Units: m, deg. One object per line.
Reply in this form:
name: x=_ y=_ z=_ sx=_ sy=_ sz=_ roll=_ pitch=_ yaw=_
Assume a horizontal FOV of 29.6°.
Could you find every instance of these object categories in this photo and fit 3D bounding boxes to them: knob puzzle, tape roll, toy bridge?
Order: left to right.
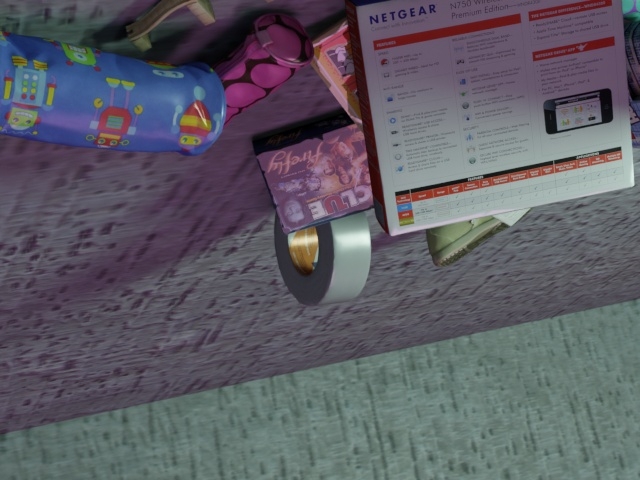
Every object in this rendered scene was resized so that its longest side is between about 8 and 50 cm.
toy bridge: x=-0.141 y=-0.273 z=1.409 sx=0.188 sy=0.026 sz=0.063 roll=-19 pitch=162 yaw=12
tape roll: x=0.000 y=0.000 z=2.052 sx=0.072 sy=0.219 sz=0.219 roll=-6 pitch=160 yaw=-28
knob puzzle: x=0.100 y=-0.235 z=1.579 sx=0.213 sy=0.030 sz=0.213 roll=-5 pitch=129 yaw=-6

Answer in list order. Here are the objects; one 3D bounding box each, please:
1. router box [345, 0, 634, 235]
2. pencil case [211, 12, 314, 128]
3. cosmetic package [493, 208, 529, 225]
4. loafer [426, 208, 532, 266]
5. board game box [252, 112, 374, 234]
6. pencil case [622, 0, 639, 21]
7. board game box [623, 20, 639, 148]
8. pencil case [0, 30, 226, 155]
router box: x=0.220 y=-0.186 z=1.544 sx=0.336 sy=0.301 sz=0.082 roll=-11 pitch=-160 yaw=-6
pencil case: x=-0.107 y=-0.207 z=1.541 sx=0.098 sy=0.095 sz=0.209 roll=8 pitch=148 yaw=-43
cosmetic package: x=0.253 y=-0.164 z=1.798 sx=0.197 sy=0.155 sz=0.365 roll=-44 pitch=154 yaw=11
loafer: x=0.321 y=-0.052 z=2.403 sx=0.269 sy=0.092 sz=0.102 roll=-33 pitch=166 yaw=0
board game box: x=0.035 y=-0.115 z=1.884 sx=0.243 sy=0.042 sz=0.165 roll=-17 pitch=127 yaw=3
pencil case: x=0.383 y=-0.331 z=1.637 sx=0.152 sy=0.064 sz=0.070 roll=-3 pitch=145 yaw=-36
board game box: x=0.433 y=-0.207 z=1.728 sx=0.060 sy=0.194 sz=0.194 roll=-43 pitch=-157 yaw=-30
pencil case: x=-0.262 y=-0.171 z=1.419 sx=0.306 sy=0.133 sz=0.119 roll=4 pitch=130 yaw=-34
